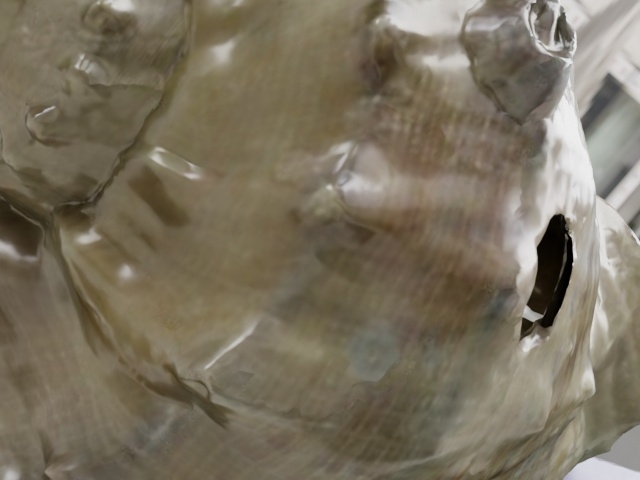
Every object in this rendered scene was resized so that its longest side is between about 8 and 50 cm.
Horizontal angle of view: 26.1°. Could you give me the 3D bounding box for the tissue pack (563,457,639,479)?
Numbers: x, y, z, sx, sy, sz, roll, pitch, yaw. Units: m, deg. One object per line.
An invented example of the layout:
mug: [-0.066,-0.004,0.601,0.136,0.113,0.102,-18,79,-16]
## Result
tissue pack: [0.177,0.296,0.686,0.242,0.125,0.344,20,51,-8]

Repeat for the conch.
conch: [0.001,-0.001,0.463,0.324,0.263,0.186,26,-7,-12]
